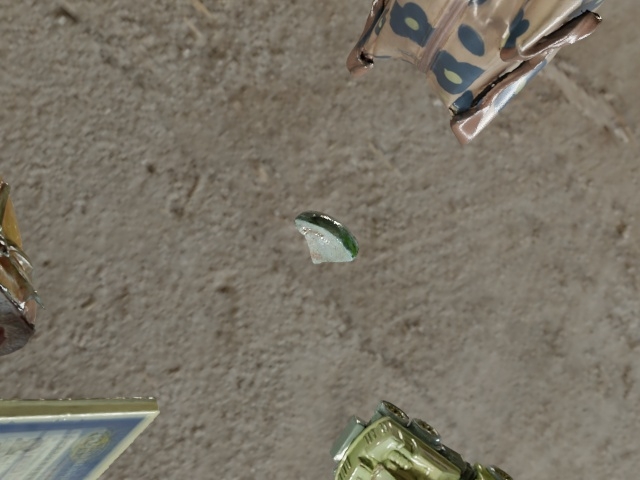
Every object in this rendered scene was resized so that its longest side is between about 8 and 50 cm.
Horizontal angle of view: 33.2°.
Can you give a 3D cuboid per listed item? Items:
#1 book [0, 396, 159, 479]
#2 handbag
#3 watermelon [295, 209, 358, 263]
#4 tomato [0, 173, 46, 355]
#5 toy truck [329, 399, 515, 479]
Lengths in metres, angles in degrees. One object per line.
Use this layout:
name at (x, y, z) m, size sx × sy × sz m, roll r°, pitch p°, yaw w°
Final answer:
book at (-0.301, 0.191, 0.799) m, size 0.322 × 0.228 × 0.018 m, roll 9°, pitch 42°, yaw -52°
handbag at (0.135, -0.210, 0.879) m, size 0.190 × 0.251 × 0.193 m, roll 37°, pitch 72°, yaw 4°
watermelon at (0.000, 0.000, 1.269) m, size 0.085 × 0.061 × 0.085 m, roll 25°, pitch 17°, yaw -8°
tomato at (-0.315, -0.017, 0.851) m, size 0.214 × 0.180 × 0.155 m, roll 80°, pitch 4°, yaw -55°
toy truck at (0.102, 0.228, 0.950) m, size 0.191 × 0.085 × 0.116 m, roll 33°, pitch 9°, yaw -14°
